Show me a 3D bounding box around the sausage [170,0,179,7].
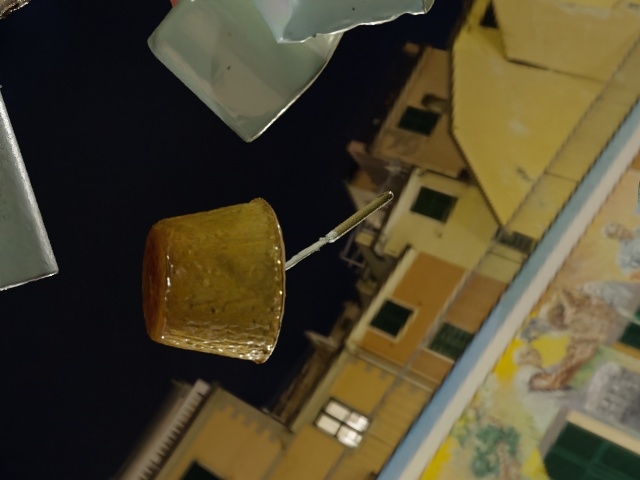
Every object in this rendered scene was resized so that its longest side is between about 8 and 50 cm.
[{"bbox_3d":[-0.179,-0.426,1.578,0.148,0.148,0.254,-3,-99,-48],"label":"sausage"}]

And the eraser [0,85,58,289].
[{"bbox_3d":[-0.414,-0.046,1.123,0.174,0.081,0.227,-18,-87,-12],"label":"eraser"}]

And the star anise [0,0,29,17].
[{"bbox_3d":[-0.375,-0.354,1.264,0.129,0.056,0.124,-50,11,46],"label":"star anise"}]

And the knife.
[{"bbox_3d":[0.001,0.002,1.630,0.298,0.047,0.017,-36,-72,-19],"label":"knife"}]

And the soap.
[{"bbox_3d":[-0.013,-0.322,0.982,0.172,0.289,0.095,-16,-42,-15],"label":"soap"}]

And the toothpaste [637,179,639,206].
[{"bbox_3d":[0.401,-0.151,1.099,0.048,0.075,0.297,2,-58,-7],"label":"toothpaste"}]

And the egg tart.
[{"bbox_3d":[-0.131,0.048,1.256,0.170,0.215,0.215,2,-72,-21],"label":"egg tart"}]

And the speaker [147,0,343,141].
[{"bbox_3d":[-0.063,-0.332,1.329,0.184,0.183,0.406,38,-139,-14],"label":"speaker"}]
